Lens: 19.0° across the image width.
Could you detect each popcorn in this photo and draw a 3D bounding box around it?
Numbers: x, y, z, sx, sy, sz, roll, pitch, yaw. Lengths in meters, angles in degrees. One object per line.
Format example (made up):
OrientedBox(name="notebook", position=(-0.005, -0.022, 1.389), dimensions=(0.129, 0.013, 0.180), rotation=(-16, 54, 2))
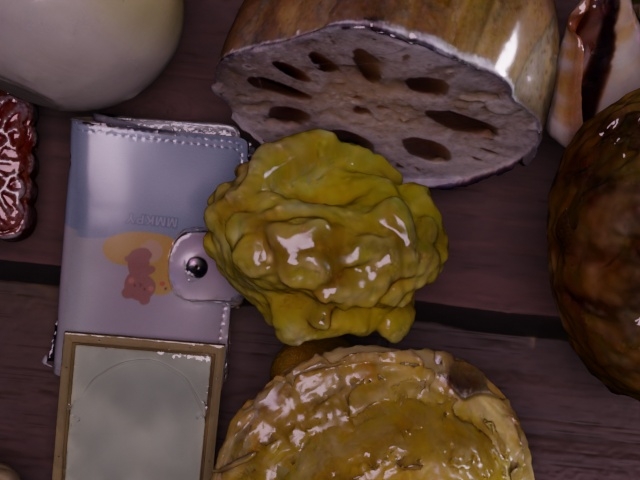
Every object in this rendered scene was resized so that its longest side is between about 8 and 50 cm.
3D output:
OrientedBox(name="popcorn", position=(0.000, 0.006, 1.541), dimensions=(0.197, 0.197, 0.155), rotation=(21, 120, 1))

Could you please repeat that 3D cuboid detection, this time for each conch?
OrientedBox(name="conch", position=(0.233, -0.135, 1.589), dimensions=(0.104, 0.176, 0.094), rotation=(-13, 58, -14))

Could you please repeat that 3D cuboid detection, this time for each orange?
OrientedBox(name="orange", position=(0.002, 0.122, 1.607), dimensions=(0.085, 0.085, 0.095), rotation=(-36, 100, -2))

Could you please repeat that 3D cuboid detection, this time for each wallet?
OrientedBox(name="wallet", position=(-0.141, 0.011, 1.621), dimensions=(0.170, 0.069, 0.231), rotation=(6, 98, -9))

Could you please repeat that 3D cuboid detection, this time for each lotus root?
OrientedBox(name="lotus root", position=(0.060, -0.172, 1.553), dimensions=(0.272, 0.272, 0.192), rotation=(13, 73, 1))

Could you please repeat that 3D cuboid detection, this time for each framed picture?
OrientedBox(name="framed picture", position=(-0.157, 0.179, 1.612), dimensions=(0.136, 0.010, 0.201), rotation=(5, 101, -7))

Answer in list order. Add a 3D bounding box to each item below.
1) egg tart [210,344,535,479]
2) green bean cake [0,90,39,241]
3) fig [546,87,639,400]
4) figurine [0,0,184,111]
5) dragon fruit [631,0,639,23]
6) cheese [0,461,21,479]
OrientedBox(name="egg tart", position=(0.051, 0.225, 1.546), dimensions=(0.295, 0.116, 0.295), rotation=(-4, 109, -12))
OrientedBox(name="green bean cake", position=(-0.309, -0.066, 1.631), dimensions=(0.136, 0.056, 0.135), rotation=(0, 86, 0))
OrientedBox(name="fig", position=(0.347, 0.001, 1.461), dimensions=(0.286, 0.369, 0.286), rotation=(0, 91, -22))
OrientedBox(name="figurine", position=(-0.208, -0.310, 1.600), dimensions=(0.274, 0.226, 0.394), rotation=(13, 80, 29))
OrientedBox(name="dragon fruit", position=(0.360, -0.212, 1.573), dimensions=(0.172, 0.209, 0.172), rotation=(5, 82, -42))
OrientedBox(name="cheese", position=(-0.334, 0.269, 1.541), dimensions=(0.117, 0.218, 0.235), rotation=(29, 66, -2))
